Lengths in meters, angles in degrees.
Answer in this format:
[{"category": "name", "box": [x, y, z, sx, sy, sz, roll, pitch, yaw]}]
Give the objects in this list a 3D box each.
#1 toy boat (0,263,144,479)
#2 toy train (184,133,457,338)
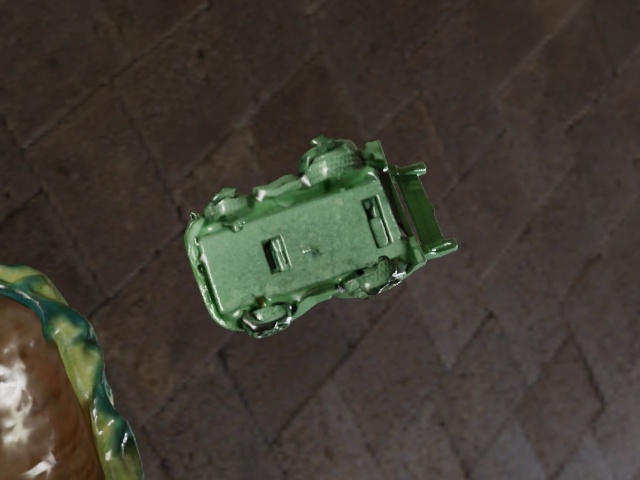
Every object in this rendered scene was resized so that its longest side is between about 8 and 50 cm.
[{"category": "toy boat", "box": [-0.101, 0.131, 0.532, 0.099, 0.108, 0.293, 67, -3, -50]}, {"category": "toy train", "box": [0.000, 0.000, 0.889, 0.081, 0.149, 0.099, 51, 17, -76]}]
